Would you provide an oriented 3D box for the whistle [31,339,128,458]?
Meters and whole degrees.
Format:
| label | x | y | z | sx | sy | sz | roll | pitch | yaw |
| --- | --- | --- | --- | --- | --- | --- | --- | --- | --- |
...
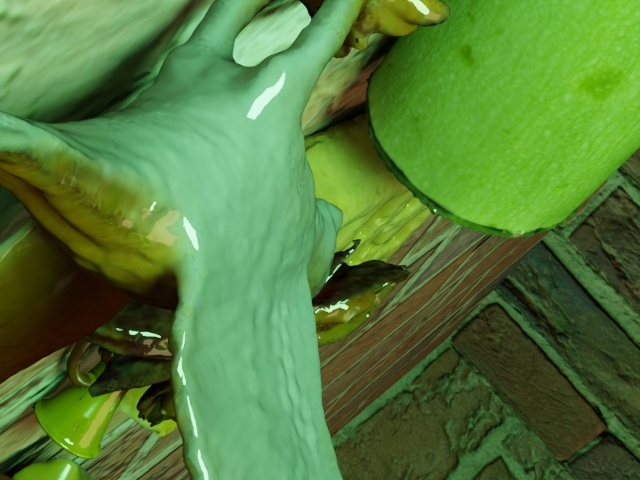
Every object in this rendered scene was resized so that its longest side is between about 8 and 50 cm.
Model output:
| label | x | y | z | sx | sy | sz | roll | pitch | yaw |
| --- | --- | --- | --- | --- | --- | --- | --- | --- | --- |
| whistle | -0.116 | 0.064 | 0.799 | 0.109 | 0.057 | 0.046 | -53 | -150 | 16 |

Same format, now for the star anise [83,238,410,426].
| label | x | y | z | sx | sy | sz | roll | pitch | yaw |
| --- | --- | --- | --- | --- | --- | --- | --- | --- | --- |
| star anise | -0.046 | 0.060 | 0.760 | 0.212 | 0.053 | 0.157 | -15 | 146 | -24 |

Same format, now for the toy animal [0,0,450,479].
| label | x | y | z | sx | sy | sz | roll | pitch | yaw |
| --- | --- | --- | --- | --- | --- | --- | --- | --- | --- |
| toy animal | -0.079 | -0.012 | 0.443 | 0.302 | 0.225 | 0.284 | -53 | 155 | -23 |

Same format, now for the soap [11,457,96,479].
| label | x | y | z | sx | sy | sz | roll | pitch | yaw |
| --- | --- | --- | --- | --- | --- | --- | --- | --- | --- |
| soap | -0.230 | 0.299 | 1.007 | 0.293 | 0.156 | 0.335 | -44 | 171 | -11 |

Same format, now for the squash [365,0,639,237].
| label | x | y | z | sx | sy | sz | roll | pitch | yaw |
| --- | --- | --- | --- | --- | --- | --- | --- | --- | --- |
| squash | 0.128 | -0.120 | 0.675 | 0.132 | 0.132 | 0.247 | -35 | 166 | -41 |

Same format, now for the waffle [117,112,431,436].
| label | x | y | z | sx | sy | sz | roll | pitch | yaw |
| --- | --- | --- | --- | --- | --- | --- | --- | --- | --- |
| waffle | 0.000 | 0.000 | 0.899 | 0.248 | 0.055 | 0.221 | -32 | 166 | -49 |

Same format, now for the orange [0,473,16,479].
| label | x | y | z | sx | sy | sz | roll | pitch | yaw |
| --- | --- | --- | --- | --- | --- | --- | --- | --- | --- |
| orange | -0.178 | 0.183 | 0.599 | 0.193 | 0.161 | 0.193 | -34 | -160 | 14 |
